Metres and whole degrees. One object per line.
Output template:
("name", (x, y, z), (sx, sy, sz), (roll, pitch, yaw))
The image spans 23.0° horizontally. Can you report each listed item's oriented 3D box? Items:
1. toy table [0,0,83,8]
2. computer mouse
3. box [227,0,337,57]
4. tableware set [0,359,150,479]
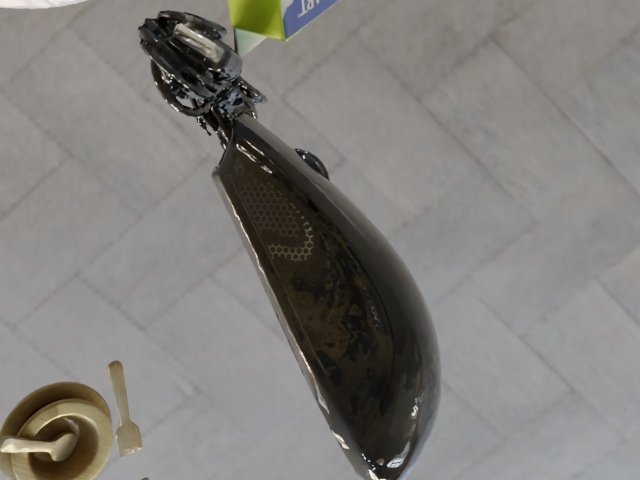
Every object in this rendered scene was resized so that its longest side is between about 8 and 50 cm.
("toy table", (-0.168, -0.266, 0.989), (0.274, 0.161, 0.252), (8, 139, 30))
("computer mouse", (0.000, 0.000, 0.837), (0.072, 0.188, 0.272), (-26, 84, 3))
("box", (-0.010, -0.190, 0.824), (0.042, 0.109, 0.178), (20, 135, 30))
("tableware set", (-0.173, 0.190, 1.116), (0.128, 0.039, 0.194), (-23, 123, -24))
